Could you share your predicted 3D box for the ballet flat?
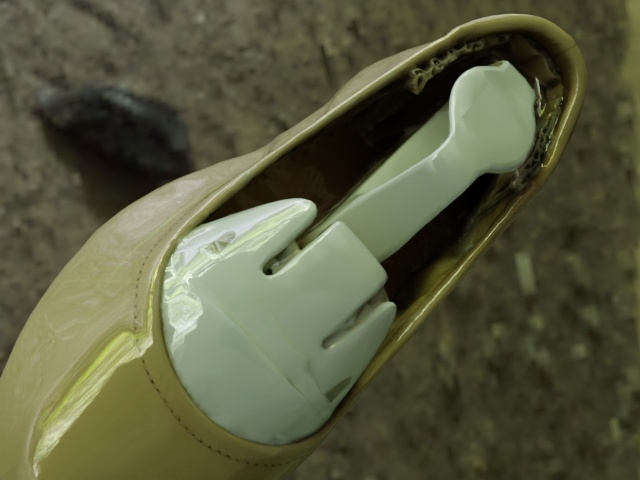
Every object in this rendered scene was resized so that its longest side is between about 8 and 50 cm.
[{"bbox_3d":[0.000,0.000,0.518,0.080,0.073,0.232,51,44,-8],"label":"ballet flat"}]
